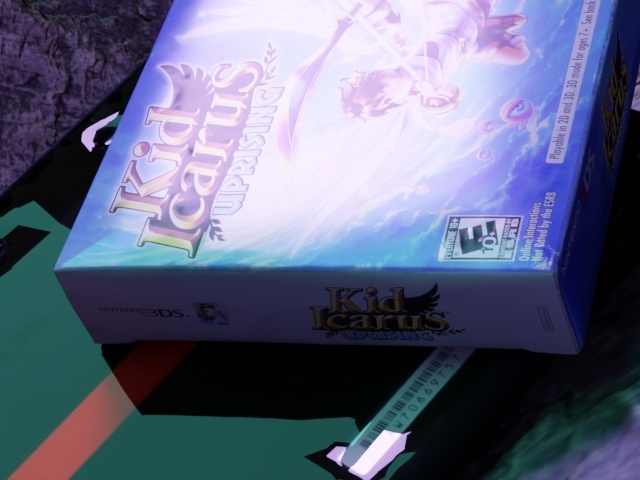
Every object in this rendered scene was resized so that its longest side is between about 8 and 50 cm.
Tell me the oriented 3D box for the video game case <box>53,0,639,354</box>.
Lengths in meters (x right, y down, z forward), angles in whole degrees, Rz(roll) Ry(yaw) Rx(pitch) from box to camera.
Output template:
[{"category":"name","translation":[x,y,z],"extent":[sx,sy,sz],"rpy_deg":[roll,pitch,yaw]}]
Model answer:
[{"category":"video game case","translation":[0.026,-0.069,0.885],"extent":[0.244,0.061,0.269],"rpy_deg":[-1,48,23]}]

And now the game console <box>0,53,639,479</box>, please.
[{"category":"game console","translation":[-0.045,0.035,0.901],"extent":[0.342,0.060,0.386],"rpy_deg":[25,62,38]}]
